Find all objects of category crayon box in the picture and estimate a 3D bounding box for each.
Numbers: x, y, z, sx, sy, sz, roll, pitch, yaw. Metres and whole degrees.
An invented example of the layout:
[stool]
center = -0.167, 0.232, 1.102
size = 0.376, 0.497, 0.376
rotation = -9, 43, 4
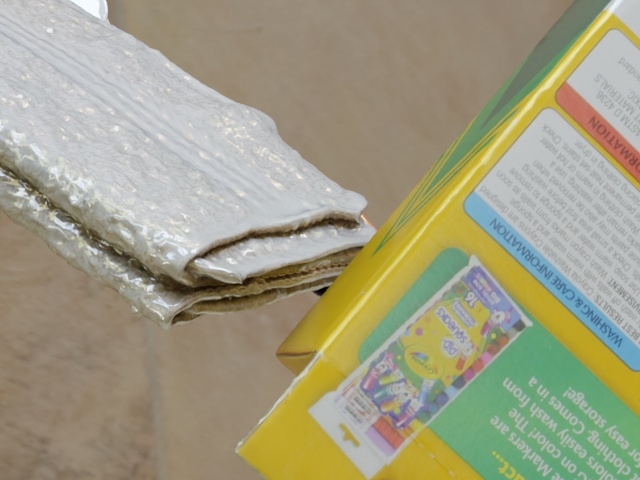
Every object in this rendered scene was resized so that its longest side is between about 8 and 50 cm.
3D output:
[crayon box]
center = 0.128, 0.036, 0.788
size = 0.203, 0.083, 0.323
rotation = 43, 77, -8

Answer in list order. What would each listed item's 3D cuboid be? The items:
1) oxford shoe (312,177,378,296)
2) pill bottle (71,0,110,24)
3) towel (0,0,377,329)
[oxford shoe]
center = 0.000, 0.000, 1.948
size = 0.098, 0.271, 0.097
rotation = -34, 151, -51
[pill bottle]
center = -0.280, -0.179, 1.755
size = 0.117, 0.215, 0.117
rotation = 10, 58, -16
[towel]
center = -0.115, -0.057, 0.827
size = 0.187, 0.282, 0.049
rotation = -14, 133, -60
